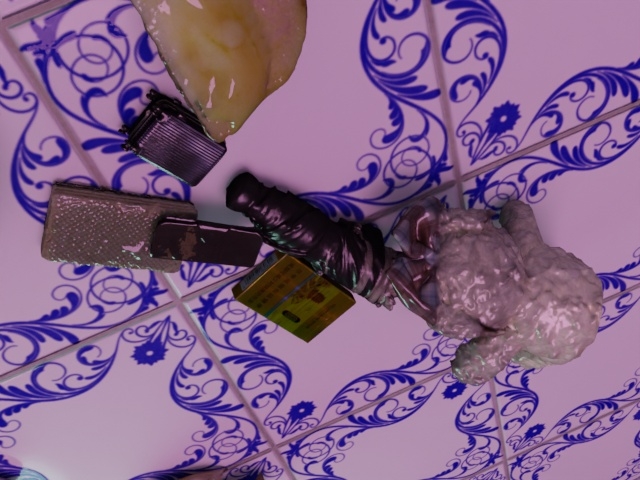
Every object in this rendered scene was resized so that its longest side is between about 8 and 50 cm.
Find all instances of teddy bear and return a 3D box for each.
[{"bbox_3d":[0.268,0.078,1.164,0.362,0.375,0.328,14,83,1],"label":"teddy bear"}]

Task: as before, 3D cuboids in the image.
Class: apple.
[{"bbox_3d":[-0.115,-0.270,0.775,0.193,0.120,0.265,-36,137,-8],"label":"apple"}]

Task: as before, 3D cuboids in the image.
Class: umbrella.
[{"bbox_3d":[0.002,-0.006,1.074,0.357,0.106,0.113,30,103,-30],"label":"umbrella"}]

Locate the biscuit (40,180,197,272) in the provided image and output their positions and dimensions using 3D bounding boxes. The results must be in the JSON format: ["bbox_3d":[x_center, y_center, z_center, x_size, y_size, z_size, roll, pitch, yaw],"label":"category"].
[{"bbox_3d":[-0.284,-0.013,0.972,0.199,0.041,0.121,7,127,-28],"label":"biscuit"}]

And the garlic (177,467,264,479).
[{"bbox_3d":[-0.255,0.618,1.427,0.313,0.286,0.249,-40,176,21],"label":"garlic"}]

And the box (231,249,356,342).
[{"bbox_3d":[-0.041,0.095,1.168,0.121,0.030,0.193,-41,132,13],"label":"box"}]

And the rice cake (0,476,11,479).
[{"bbox_3d":[-0.667,0.566,1.293,0.072,0.056,0.365,24,116,-33],"label":"rice cake"}]

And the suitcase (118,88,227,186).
[{"bbox_3d":[-0.189,-0.130,0.897,0.126,0.059,0.086,30,114,-38],"label":"suitcase"}]

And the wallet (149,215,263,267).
[{"bbox_3d":[-0.162,0.004,0.982,0.156,0.018,0.082,8,135,-20],"label":"wallet"}]
